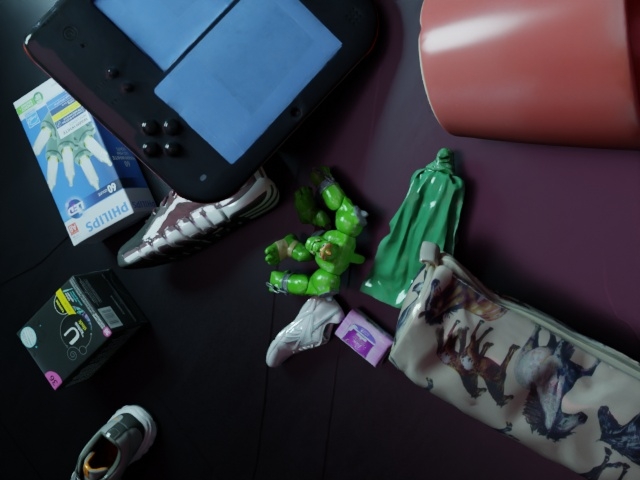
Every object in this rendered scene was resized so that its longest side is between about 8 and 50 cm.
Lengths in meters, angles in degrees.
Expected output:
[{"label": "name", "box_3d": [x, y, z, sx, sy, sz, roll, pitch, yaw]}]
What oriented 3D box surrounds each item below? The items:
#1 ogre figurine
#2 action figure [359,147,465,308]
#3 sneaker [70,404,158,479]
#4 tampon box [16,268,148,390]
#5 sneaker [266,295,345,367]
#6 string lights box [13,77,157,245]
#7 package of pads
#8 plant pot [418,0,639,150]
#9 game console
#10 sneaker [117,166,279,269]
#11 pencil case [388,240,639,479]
[{"label": "ogre figurine", "box_3d": [0.000, 0.000, 1.158, 0.118, 0.097, 0.197, 27, 80, 33]}, {"label": "action figure", "box_3d": [0.147, -0.015, 1.109, 0.137, 0.063, 0.232, 20, 106, 21]}, {"label": "sneaker", "box_3d": [-0.379, 0.396, 1.336, 0.100, 0.108, 0.272, 34, 107, 14]}, {"label": "tampon box", "box_3d": [-0.395, 0.146, 1.322, 0.161, 0.101, 0.120, -43, 78, 20]}, {"label": "sneaker", "box_3d": [-0.024, 0.144, 1.198, 0.061, 0.053, 0.152, 44, 108, 10]}, {"label": "string lights box", "box_3d": [-0.384, -0.137, 1.307, 0.133, 0.076, 0.260, -26, 85, 21]}, {"label": "package of pads", "box_3d": [0.067, 0.143, 1.172, 0.083, 0.032, 0.050, 38, 106, 15]}, {"label": "plant pot", "box_3d": [0.266, -0.234, 0.951, 0.243, 0.275, 0.275, -2, 94, 32]}, {"label": "game console", "box_3d": [-0.146, -0.281, 1.082, 0.342, 0.060, 0.386, 44, 85, -14]}, {"label": "sneaker", "box_3d": [-0.210, -0.072, 1.240, 0.281, 0.106, 0.163, -26, 79, 12]}, {"label": "pencil case", "box_3d": [0.275, 0.163, 0.988, 0.410, 0.160, 0.184, 29, 112, 8]}]
